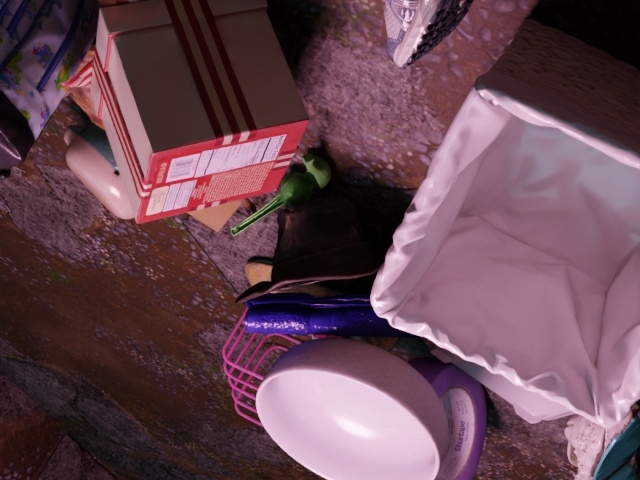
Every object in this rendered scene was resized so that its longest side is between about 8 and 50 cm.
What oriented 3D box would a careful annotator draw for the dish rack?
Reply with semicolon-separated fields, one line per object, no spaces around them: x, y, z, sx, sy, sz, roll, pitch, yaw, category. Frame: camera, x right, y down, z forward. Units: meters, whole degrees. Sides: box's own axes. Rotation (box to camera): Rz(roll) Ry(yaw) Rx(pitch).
0.345;0.215;1.958;0.332;0.072;0.285;35;153;-9;dish rack

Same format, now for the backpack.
-0.468;-0.284;1.588;0.290;0.355;0.273;1;129;36;backpack

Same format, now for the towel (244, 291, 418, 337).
0.028;0.122;1.931;0.308;0.076;0.227;2;-179;2;towel

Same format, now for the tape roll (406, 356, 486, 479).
0.212;0.364;2.107;0.090;0.275;0.275;6;144;36;tape roll

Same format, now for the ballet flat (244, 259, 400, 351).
-0.013;0.136;2.114;0.348;0.123;0.123;19;151;19;ballet flat

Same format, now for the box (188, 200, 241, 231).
-0.224;-0.097;2.025;0.164;0.021;0.201;33;152;-7;box

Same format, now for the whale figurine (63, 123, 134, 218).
-0.366;-0.139;2.006;0.216;0.141;0.272;48;172;-12;whale figurine

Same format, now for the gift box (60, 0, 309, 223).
-0.193;-0.201;1.505;0.258;0.276;0.255;70;154;18;gift box

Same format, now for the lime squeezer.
-0.043;-0.080;1.782;0.059;0.110;0.310;47;147;-3;lime squeezer

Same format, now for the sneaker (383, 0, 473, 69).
0.114;-0.317;1.280;0.122;0.110;0.283;42;153;15;sneaker

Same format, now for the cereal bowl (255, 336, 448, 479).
0.068;0.282;1.897;0.339;0.141;0.339;18;140;16;cereal bowl

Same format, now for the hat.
0.000;0.000;1.795;0.331;0.331;0.134;-12;92;52;hat

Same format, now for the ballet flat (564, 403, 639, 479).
0.505;0.388;2.031;0.147;0.147;0.409;17;152;23;ballet flat

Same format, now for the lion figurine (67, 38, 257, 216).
-0.258;-0.172;1.806;0.240;0.142;0.392;15;151;30;lion figurine

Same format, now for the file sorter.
-0.081;0.260;2.295;0.182;0.202;0.291;23;152;15;file sorter

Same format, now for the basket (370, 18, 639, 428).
0.281;-0.030;1.283;0.331;0.266;0.328;26;124;4;basket

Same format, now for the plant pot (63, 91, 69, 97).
-0.534;-0.306;1.877;0.237;0.110;0.237;23;151;14;plant pot

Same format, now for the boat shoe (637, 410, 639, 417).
0.611;0.240;1.676;0.158;0.127;0.340;22;153;-2;boat shoe
